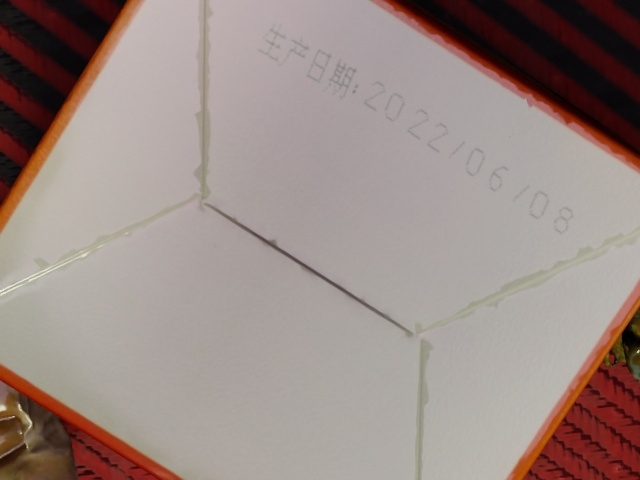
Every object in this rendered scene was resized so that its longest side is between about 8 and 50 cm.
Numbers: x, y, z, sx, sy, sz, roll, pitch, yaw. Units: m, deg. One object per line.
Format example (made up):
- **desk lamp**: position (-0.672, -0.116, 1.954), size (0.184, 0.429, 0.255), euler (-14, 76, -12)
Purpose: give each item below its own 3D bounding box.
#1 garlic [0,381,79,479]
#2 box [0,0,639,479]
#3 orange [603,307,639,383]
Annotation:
- **garlic**: position (-0.288, 0.122, 1.283), size (0.228, 0.110, 0.217), euler (-15, 87, 4)
- **box**: position (0.000, 0.000, 1.181), size (0.349, 0.257, 0.318), euler (31, 97, -2)
- **orange**: position (0.262, 0.045, 1.247), size (0.160, 0.170, 0.112), euler (-3, 64, 3)
